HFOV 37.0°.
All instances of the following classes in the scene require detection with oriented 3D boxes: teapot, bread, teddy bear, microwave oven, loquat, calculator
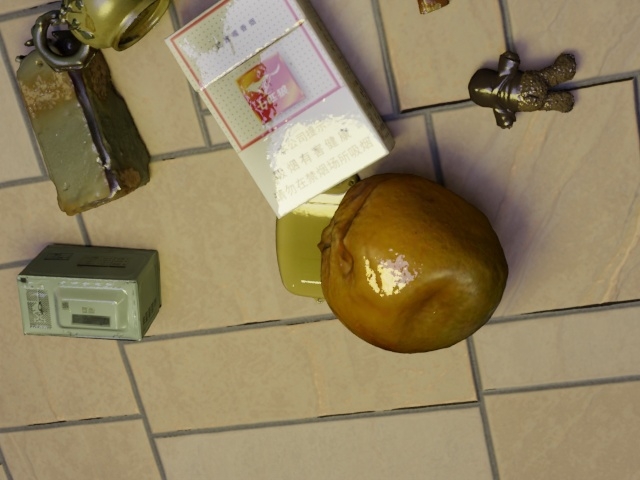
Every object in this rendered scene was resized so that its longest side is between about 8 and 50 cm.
[{"bbox_3d":[-0.338,-0.380,1.439,0.269,0.173,0.182,-44,93,6],"label":"teapot"},{"bbox_3d":[0.160,-0.380,1.416,0.046,0.036,0.083,-13,111,13],"label":"bread"},{"bbox_3d":[0.301,-0.223,1.428,0.160,0.078,0.119,0,115,10],"label":"teddy bear"},{"bbox_3d":[-0.395,0.093,1.653,0.208,0.162,0.123,3,113,6],"label":"microwave oven"},{"bbox_3d":[0.139,0.031,1.473,0.283,0.276,0.276,3,114,-16],"label":"loquat"},{"bbox_3d":[0.000,0.000,1.603,0.157,0.033,0.237,3,112,9],"label":"calculator"}]

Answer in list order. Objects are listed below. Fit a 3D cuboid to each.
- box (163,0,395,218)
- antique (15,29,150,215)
[{"bbox_3d":[-0.060,-0.229,1.475,0.210,0.095,0.330,-30,97,18],"label":"box"},{"bbox_3d":[-0.392,-0.198,1.555,0.125,0.150,0.284,-17,99,18],"label":"antique"}]
